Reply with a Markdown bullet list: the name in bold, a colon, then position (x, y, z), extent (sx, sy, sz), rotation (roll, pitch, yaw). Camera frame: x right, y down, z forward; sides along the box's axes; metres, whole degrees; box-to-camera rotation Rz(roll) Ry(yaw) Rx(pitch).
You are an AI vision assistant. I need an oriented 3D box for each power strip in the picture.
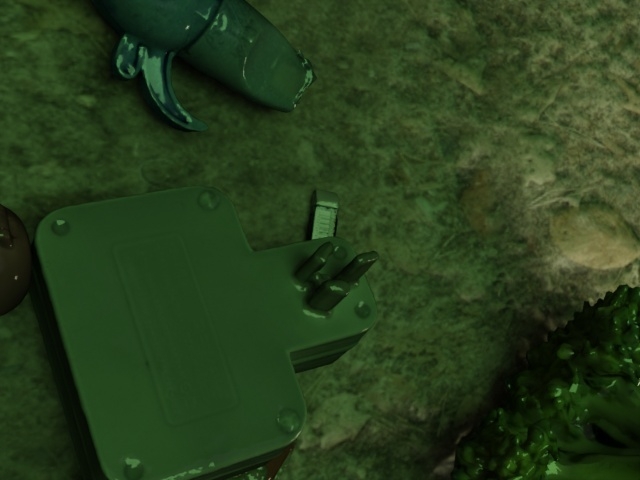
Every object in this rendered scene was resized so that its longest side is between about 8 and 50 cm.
- **power strip**: position (-0.076, 0.063, 0.705), extent (0.261, 0.141, 0.229), rotation (-11, 69, -29)

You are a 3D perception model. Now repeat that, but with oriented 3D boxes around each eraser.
- **eraser**: position (0.000, 0.000, 0.850), extent (0.027, 0.019, 0.099), rotation (9, 84, -14)

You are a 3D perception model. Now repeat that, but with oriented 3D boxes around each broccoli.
- **broccoli**: position (0.290, 0.228, 0.869), extent (0.277, 0.317, 0.338), rotation (48, 28, -6)

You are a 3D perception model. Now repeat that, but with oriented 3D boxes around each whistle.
- **whistle**: position (-0.119, -0.199, 0.763), extent (0.269, 0.093, 0.180), rotation (34, 73, -29)

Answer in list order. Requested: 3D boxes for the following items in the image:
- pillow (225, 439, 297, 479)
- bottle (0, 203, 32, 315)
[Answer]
- **pillow**: position (-0.117, 0.211, 0.745), extent (0.171, 0.075, 0.179), rotation (33, 73, -21)
- **bottle**: position (-0.334, 0.023, 0.613), extent (0.253, 0.120, 0.120), rotation (-3, 89, -29)
